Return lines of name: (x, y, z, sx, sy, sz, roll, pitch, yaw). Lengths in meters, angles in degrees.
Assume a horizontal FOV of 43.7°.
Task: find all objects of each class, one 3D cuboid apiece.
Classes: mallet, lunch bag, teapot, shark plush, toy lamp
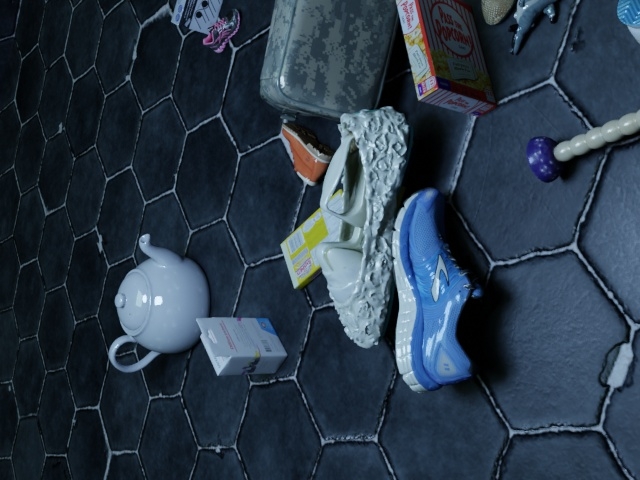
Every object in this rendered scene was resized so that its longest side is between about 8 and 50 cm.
mallet: (0.135, -0.090, 1.407, 0.062, 0.039, 0.190, 9, 88, 46)
lunch bag: (0.000, -0.374, 1.462, 0.256, 0.212, 0.305, -162, 83, -67)
teapot: (-0.393, 0.151, 1.865, 0.252, 0.187, 0.256, -33, 63, 42)
shark plush: (0.330, -0.352, 1.201, 0.067, 0.073, 0.161, 37, 111, 12)
toy lamp: (0.410, -0.154, 1.066, 0.274, 0.080, 0.080, -21, 70, 48)

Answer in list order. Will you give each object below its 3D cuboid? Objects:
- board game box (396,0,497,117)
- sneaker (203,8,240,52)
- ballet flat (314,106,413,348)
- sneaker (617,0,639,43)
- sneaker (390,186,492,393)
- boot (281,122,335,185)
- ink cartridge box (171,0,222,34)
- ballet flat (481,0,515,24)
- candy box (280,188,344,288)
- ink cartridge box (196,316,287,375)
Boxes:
board game box: (0.199, -0.302, 1.271, 0.045, 0.146, 0.194, -28, 65, 44)
sneaker: (-0.233, -0.492, 1.859, 0.119, 0.057, 0.047, -51, 49, 31)
ballet flat: (0.055, -0.025, 1.339, 0.147, 0.147, 0.409, 14, 99, 49)
sneaker: (0.466, -0.352, 1.023, 0.087, 0.092, 0.229, 32, 90, 48)
sneaker: (0.200, 0.071, 1.263, 0.147, 0.129, 0.330, -11, 69, 24)
boot: (-0.040, -0.176, 1.601, 0.158, 0.059, 0.085, 50, 126, 39)
ink cartridge box: (-0.276, -0.602, 1.891, 0.046, 0.097, 0.207, 36, 112, 45)
ballet flat: (0.290, -0.443, 1.244, 0.073, 0.067, 0.206, 35, 112, 44)
candy box: (0.000, 0.000, 1.553, 0.206, 0.027, 0.105, -41, 59, 39)
ink cartridge box: (-0.169, 0.212, 1.603, 0.062, 0.181, 0.104, -56, 48, 29)
